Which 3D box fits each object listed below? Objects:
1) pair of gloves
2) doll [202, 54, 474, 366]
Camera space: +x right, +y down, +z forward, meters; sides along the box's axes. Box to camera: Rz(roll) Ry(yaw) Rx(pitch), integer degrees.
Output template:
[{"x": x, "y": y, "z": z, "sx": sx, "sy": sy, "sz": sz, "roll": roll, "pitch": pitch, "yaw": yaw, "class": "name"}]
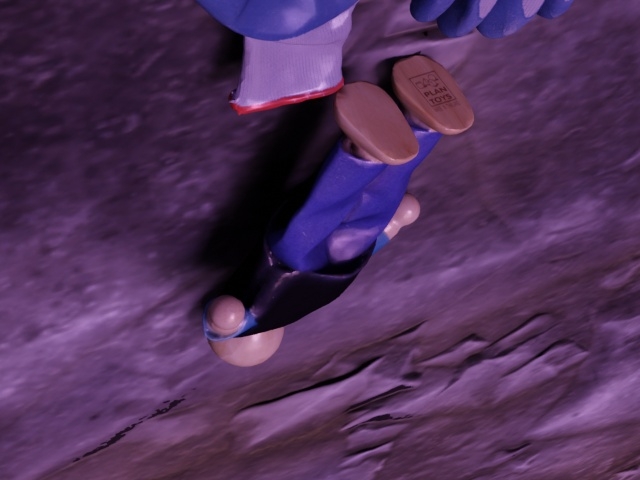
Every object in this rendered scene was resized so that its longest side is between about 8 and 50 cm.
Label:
[{"x": 0.035, "y": -0.113, "z": 0.536, "sx": 0.198, "sy": 0.023, "sz": 0.159, "roll": -16, "pitch": 149, "yaw": -18, "class": "pair of gloves"}, {"x": 0.000, "y": 0.000, "z": 0.671, "sx": 0.129, "sy": 0.046, "sz": 0.189, "roll": -28, "pitch": 162, "yaw": -43, "class": "doll"}]
